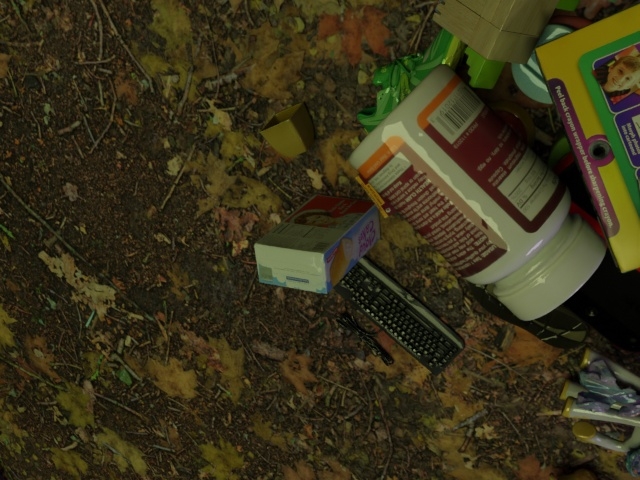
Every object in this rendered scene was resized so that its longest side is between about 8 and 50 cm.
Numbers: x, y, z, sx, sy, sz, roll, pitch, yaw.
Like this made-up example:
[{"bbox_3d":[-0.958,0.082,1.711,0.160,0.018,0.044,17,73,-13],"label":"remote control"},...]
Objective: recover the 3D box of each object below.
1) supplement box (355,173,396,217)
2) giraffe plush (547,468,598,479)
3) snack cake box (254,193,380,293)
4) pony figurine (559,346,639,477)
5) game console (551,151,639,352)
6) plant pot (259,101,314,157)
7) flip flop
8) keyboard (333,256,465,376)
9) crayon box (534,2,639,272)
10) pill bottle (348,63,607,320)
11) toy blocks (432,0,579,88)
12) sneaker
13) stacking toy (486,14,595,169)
[{"bbox_3d":[0.176,-0.140,1.531,0.188,0.081,0.104,-35,94,37],"label":"supplement box"},{"bbox_3d":[0.554,0.552,1.634,0.170,0.210,0.181,44,137,41],"label":"giraffe plush"},{"bbox_3d":[0.000,0.000,1.586,0.152,0.264,0.089,8,118,26],"label":"snack cake box"},{"bbox_3d":[0.633,0.319,1.419,0.363,0.303,0.351,19,154,14],"label":"pony figurine"},{"bbox_3d":[0.532,0.014,1.374,0.386,0.060,0.342,37,132,-4],"label":"game console"},{"bbox_3d":[-0.058,-0.221,1.627,0.081,0.081,0.083,-18,116,35],"label":"plant pot"},{"bbox_3d":[0.403,0.110,1.539,0.277,0.080,0.112,32,125,-7],"label":"flip flop"},{"bbox_3d":[0.145,0.186,1.747,0.317,0.033,0.201,40,127,7],"label":"keyboard"},{"bbox_3d":[0.529,-0.173,1.157,0.313,0.106,0.363,-21,84,16],"label":"crayon box"},{"bbox_3d":[0.255,-0.072,1.272,0.392,0.224,0.224,45,127,-3],"label":"pill bottle"},{"bbox_3d":[0.271,-0.467,1.230,0.261,0.191,0.381,50,131,39],"label":"toy blocks"},{"bbox_3d":[0.162,-0.292,1.444,0.123,0.109,0.295,40,127,1],"label":"sneaker"},{"bbox_3d":[0.407,-0.200,1.339,0.279,0.130,0.309,34,126,11],"label":"stacking toy"}]
